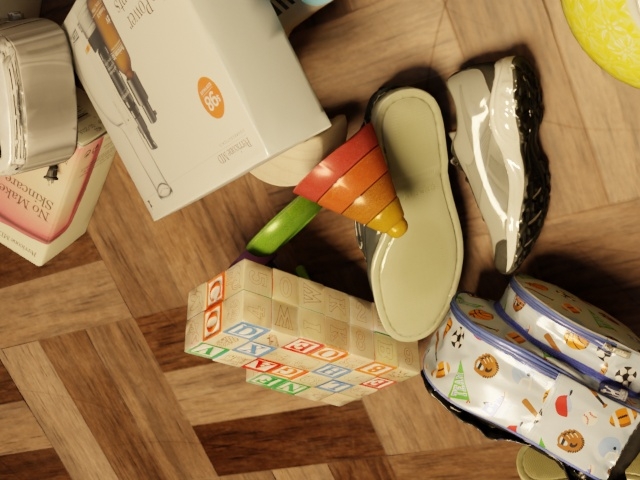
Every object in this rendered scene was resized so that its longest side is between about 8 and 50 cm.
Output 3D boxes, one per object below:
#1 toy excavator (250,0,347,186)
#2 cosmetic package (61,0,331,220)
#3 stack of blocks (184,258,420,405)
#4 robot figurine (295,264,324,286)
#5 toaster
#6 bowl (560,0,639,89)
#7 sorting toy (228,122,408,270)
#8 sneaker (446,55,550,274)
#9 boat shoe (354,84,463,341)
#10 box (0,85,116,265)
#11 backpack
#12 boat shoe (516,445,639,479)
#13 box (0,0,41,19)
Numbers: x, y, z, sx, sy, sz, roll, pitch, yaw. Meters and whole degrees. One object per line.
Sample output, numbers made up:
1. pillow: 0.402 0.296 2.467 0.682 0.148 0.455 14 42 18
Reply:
1. toy excavator: -0.018 -0.324 0.974 0.445 0.222 0.433 -28 102 41
2. cosmetic package: -0.169 -0.196 1.027 0.284 0.097 0.377 61 151 -6
3. stack of blocks: -0.032 0.132 1.167 0.297 0.087 0.171 21 144 -35
4. robot figurine: -0.034 0.089 1.266 0.115 0.067 0.101 15 123 14
5. toaster: -0.391 -0.168 1.083 0.129 0.146 0.227 4 107 14
6. bowl: 0.376 -0.266 0.865 0.289 0.156 0.290 9 119 17
7. sorting toy: 0.000 0.000 1.097 0.126 0.127 0.365 47 143 2
8. sneaker: 0.216 -0.089 1.067 0.108 0.100 0.272 3 113 33
9. boat shoe: 0.100 -0.038 1.124 0.127 0.113 0.340 -16 115 -11
10. box: -0.406 -0.106 1.275 0.148 0.127 0.232 32 123 3
11. backpack: 0.264 0.160 1.074 0.263 0.276 0.213 19 95 1
12. boat shoe: 0.429 0.319 1.192 0.302 0.113 0.103 -5 134 22
13. box: -0.508 -0.349 1.162 0.215 0.168 0.345 28 124 6
